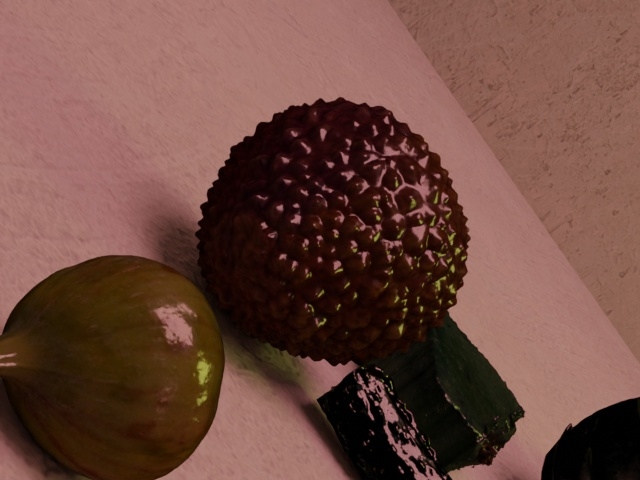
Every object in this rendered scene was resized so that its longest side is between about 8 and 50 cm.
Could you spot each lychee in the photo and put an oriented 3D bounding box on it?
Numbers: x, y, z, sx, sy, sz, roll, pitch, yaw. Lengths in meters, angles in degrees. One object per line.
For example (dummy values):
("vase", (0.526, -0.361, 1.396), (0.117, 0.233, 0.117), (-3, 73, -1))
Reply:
("lychee", (0.000, 0.000, 1.548), (0.271, 0.271, 0.271), (49, 14, -16))

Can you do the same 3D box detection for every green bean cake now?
("green bean cake", (0.135, 0.184, 1.779), (0.193, 0.107, 0.208), (51, 14, -20))

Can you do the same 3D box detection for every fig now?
("fig", (-0.169, 0.082, 1.051), (0.245, 0.149, 0.149), (2, 49, -49))

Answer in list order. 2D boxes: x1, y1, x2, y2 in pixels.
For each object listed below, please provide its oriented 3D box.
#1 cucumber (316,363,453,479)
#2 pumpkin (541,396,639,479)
("cucumber", (0.104, 0.254, 1.559), (0.303, 0.072, 0.081), (57, -31, 8))
("pumpkin", (0.405, 0.321, 2.018), (0.296, 0.296, 0.296), (49, 14, -16))
